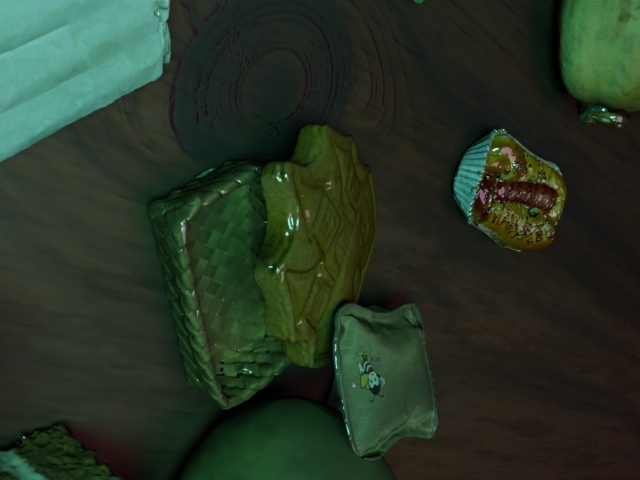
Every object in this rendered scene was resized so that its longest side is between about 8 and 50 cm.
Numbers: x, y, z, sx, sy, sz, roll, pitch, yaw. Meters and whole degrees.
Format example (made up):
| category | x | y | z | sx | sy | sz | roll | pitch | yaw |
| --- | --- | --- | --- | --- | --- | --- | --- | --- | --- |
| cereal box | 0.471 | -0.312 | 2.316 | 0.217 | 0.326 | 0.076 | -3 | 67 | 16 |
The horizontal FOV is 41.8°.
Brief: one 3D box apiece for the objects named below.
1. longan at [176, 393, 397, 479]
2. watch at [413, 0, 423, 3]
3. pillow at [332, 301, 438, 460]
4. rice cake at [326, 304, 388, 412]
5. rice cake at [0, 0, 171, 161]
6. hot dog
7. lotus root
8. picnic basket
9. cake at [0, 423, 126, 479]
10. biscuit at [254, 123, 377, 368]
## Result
| category | x | y | z | sx | sy | sz | roll | pitch | yaw |
| --- | --- | --- | --- | --- | --- | --- | --- | --- | --- |
| longan | -0.025 | 0.251 | 0.696 | 0.215 | 0.246 | 0.246 | 13 | 102 | -36 |
| watch | 0.138 | -0.255 | 0.629 | 0.131 | 0.152 | 0.165 | -42 | 134 | -26 |
| pillow | 0.061 | 0.114 | 0.723 | 0.217 | 0.033 | 0.130 | 13 | 67 | -63 |
| rice cake | 0.025 | 0.182 | 0.831 | 0.042 | 0.045 | 0.245 | 6 | 106 | -58 |
| rice cake | -0.170 | -0.101 | 0.455 | 0.211 | 0.038 | 0.124 | -37 | 155 | -26 |
| hot dog | 0.206 | -0.047 | 0.888 | 0.191 | 0.059 | 0.108 | 20 | 92 | -47 |
| lotus root | 0.314 | -0.231 | 0.819 | 0.140 | 0.154 | 0.257 | -60 | 159 | -57 |
| picnic basket | -0.070 | 0.032 | 0.641 | 0.110 | 0.055 | 0.193 | -35 | 134 | -36 |
| cake | -0.197 | 0.221 | 0.552 | 0.147 | 0.135 | 0.134 | -23 | 126 | -42 |
| biscuit | 0.002 | 0.000 | 0.650 | 0.215 | 0.034 | 0.182 | 58 | 44 | -60 |
